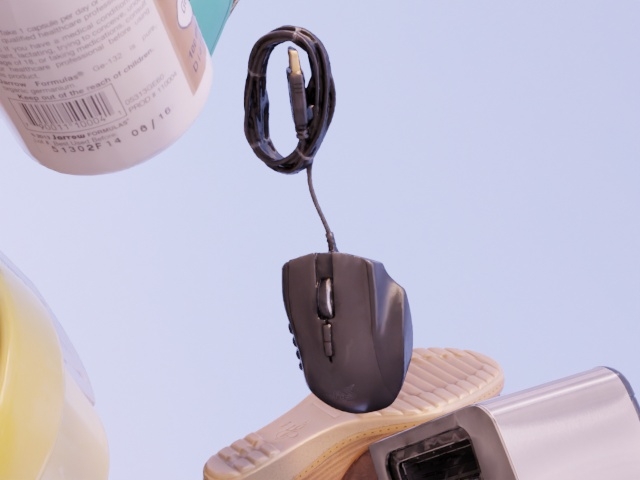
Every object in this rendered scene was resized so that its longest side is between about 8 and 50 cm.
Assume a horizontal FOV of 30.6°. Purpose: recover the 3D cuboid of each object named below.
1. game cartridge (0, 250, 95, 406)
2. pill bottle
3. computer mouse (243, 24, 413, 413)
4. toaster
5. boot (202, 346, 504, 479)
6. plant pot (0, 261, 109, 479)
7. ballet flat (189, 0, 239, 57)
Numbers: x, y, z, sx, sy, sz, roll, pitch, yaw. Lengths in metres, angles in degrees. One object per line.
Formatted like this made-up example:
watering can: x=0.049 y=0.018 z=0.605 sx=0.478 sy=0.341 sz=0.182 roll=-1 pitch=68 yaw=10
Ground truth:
game cartridge: x=-0.348 y=0.085 z=1.312 sx=0.196 sy=0.060 sz=0.294 roll=48 pitch=-2 yaw=-36
pill bottle: x=-0.150 y=-0.153 z=0.638 sx=0.131 sy=0.131 sz=0.229 roll=25 pitch=-26 yaw=29
computer mouse: x=0.000 y=0.000 z=0.647 sx=0.071 sy=0.041 sz=0.242 roll=-3 pitch=-62 yaw=25
toaster: x=0.124 y=0.172 z=0.669 sx=0.186 sy=0.110 sz=0.168 roll=-36 pitch=-113 yaw=57
boot: x=0.031 y=0.201 z=0.846 sx=0.090 sy=0.249 sz=0.206 roll=35 pitch=-40 yaw=53
plant pot: x=-0.280 y=0.143 z=0.868 sx=0.254 sy=0.254 sz=0.239 roll=25 pitch=-15 yaw=28
ballet flat: x=-0.127 y=-0.307 z=1.188 sx=0.182 sy=0.164 sz=0.482 roll=37 pitch=-87 yaw=26
